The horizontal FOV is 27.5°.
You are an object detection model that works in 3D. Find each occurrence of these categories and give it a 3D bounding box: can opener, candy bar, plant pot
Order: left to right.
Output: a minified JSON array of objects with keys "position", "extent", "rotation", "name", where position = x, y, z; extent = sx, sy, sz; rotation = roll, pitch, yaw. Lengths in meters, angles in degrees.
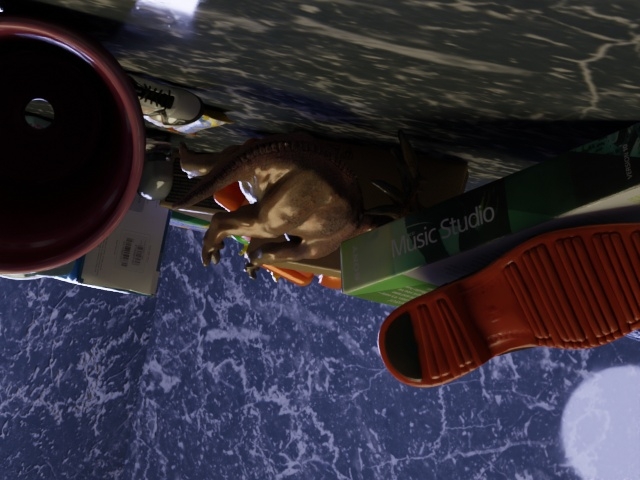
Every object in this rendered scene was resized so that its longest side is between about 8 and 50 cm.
[{"position":[-0.242,-0.089,1.062],"extent":[0.201,0.201,0.180],"rotation":[12,-168,-9],"name":"plant pot"},{"position":[-0.245,-0.088,1.755],"extent":[0.074,0.093,0.280],"rotation":[0,174,-12],"name":"can opener"},{"position":[-0.132,-0.128,1.404],"extent":[0.040,0.018,0.161],"rotation":[12,176,-19],"name":"candy bar"}]

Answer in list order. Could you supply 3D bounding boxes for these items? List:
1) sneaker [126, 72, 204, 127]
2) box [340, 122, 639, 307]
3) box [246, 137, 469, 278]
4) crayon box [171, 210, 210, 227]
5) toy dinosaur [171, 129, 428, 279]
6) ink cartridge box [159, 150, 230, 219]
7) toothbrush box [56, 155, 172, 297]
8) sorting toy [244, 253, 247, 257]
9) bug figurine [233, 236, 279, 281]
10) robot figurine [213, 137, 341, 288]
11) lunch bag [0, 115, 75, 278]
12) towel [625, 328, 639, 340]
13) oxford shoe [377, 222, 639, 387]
[{"position":[-0.161,-0.132,1.221],"extent":[0.109,0.040,0.044],"rotation":[11,175,-12],"name":"sneaker"},{"position":[0.209,0.003,1.136],"extent":[0.232,0.058,0.322],"rotation":[17,150,-42],"name":"box"},{"position":[0.040,-0.029,1.361],"extent":[0.201,0.164,0.021],"rotation":[10,147,12],"name":"box"},{"position":[-0.222,-0.061,2.384],"extent":[0.323,0.083,0.203],"rotation":[13,177,-41],"name":"crayon box"},{"position":[-0.005,-0.047,1.217],"extent":[0.200,0.127,0.296],"rotation":[-15,158,32],"name":"toy dinosaur"},{"position":[-0.080,-0.057,1.879],"extent":[0.193,0.088,0.235],"rotation":[10,177,37],"name":"ink cartridge box"},{"position":[-0.340,-0.035,2.033],"extent":[0.126,0.216,0.295],"rotation":[13,176,-27],"name":"toothbrush box"},{"position":[0.000,0.000,2.486],"extent":[0.229,0.041,0.307],"rotation":[13,-164,26],"name":"sorting toy"},{"position":[0.003,-0.015,1.662],"extent":[0.216,0.072,0.279],"rotation":[-12,-168,-13],"name":"bug figurine"},{"position":[-0.011,-0.027,1.488],"extent":[0.219,0.158,0.128],"rotation":[31,179,2],"name":"robot figurine"},{"position":[-0.418,-0.057,1.836],"extent":[0.160,0.223,0.262],"rotation":[6,177,-14],"name":"lunch bag"},{"position":[0.453,0.077,1.934],"extent":[0.209,0.034,0.285],"rotation":[-27,-163,-25],"name":"towel"},{"position":[0.179,0.041,1.063],"extent":[0.271,0.096,0.098],"rotation":[-18,-177,28],"name":"oxford shoe"}]
